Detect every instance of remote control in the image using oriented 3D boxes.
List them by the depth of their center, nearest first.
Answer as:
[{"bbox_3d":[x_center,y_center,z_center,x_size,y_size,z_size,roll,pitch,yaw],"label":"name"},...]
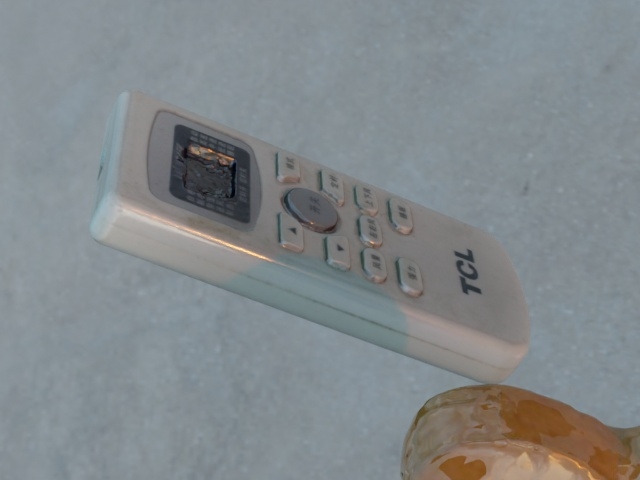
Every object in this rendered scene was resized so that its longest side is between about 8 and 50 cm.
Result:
[{"bbox_3d":[0.000,0.000,0.554,0.029,0.190,0.087,-58,20,31],"label":"remote control"}]

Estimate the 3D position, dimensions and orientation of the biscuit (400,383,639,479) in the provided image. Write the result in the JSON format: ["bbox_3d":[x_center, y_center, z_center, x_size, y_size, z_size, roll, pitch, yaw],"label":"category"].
[{"bbox_3d":[0.080,0.103,0.356,0.250,0.165,0.036,-46,20,27],"label":"biscuit"}]
